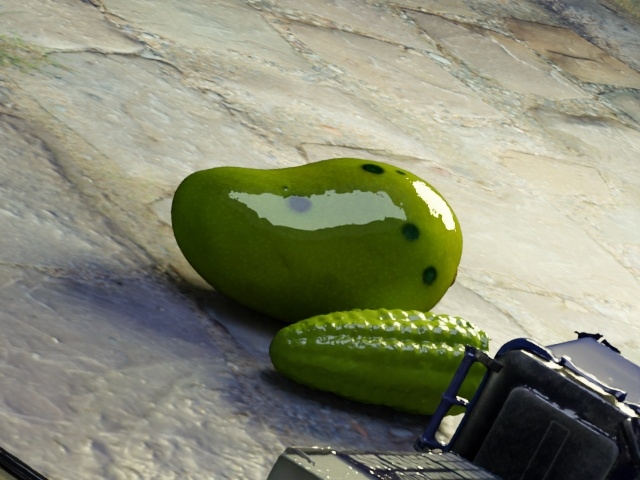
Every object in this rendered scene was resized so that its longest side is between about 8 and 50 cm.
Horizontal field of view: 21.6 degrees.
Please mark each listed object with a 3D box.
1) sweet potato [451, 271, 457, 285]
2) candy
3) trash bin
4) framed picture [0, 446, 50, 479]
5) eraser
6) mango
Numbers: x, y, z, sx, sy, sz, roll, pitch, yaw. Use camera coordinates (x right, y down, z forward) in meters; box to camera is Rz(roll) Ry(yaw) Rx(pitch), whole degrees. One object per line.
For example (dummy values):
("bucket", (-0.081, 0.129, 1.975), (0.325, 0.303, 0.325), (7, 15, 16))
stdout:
("sweet potato", (0.047, 0.014, 1.750), (0.233, 0.062, 0.081), (6, 31, -33))
("candy", (0.051, 0.106, 1.505), (0.209, 0.097, 0.097), (8, 26, -24))
("trash bin", (0.211, 0.164, 1.452), (0.184, 0.162, 0.234), (32, 17, 17))
("framed picture", (-0.271, 0.170, 1.115), (0.195, 0.010, 0.199), (31, 23, 15))
("eraser", (0.068, 0.211, 1.193), (0.130, 0.086, 0.287), (31, 8, 29))
("mango", (0.000, 0.000, 1.601), (0.293, 0.143, 0.175), (8, 61, -22))
